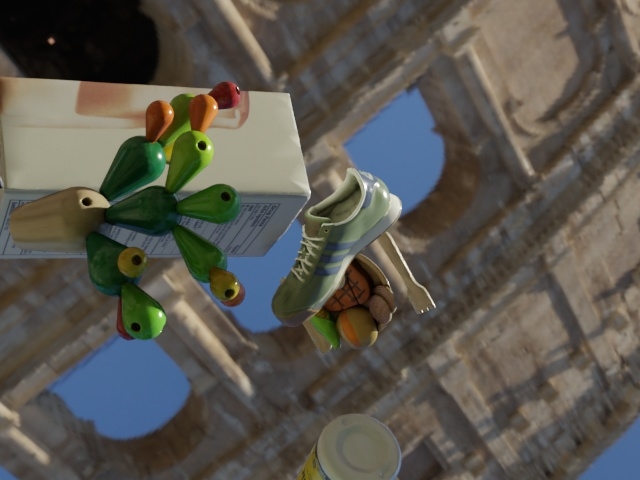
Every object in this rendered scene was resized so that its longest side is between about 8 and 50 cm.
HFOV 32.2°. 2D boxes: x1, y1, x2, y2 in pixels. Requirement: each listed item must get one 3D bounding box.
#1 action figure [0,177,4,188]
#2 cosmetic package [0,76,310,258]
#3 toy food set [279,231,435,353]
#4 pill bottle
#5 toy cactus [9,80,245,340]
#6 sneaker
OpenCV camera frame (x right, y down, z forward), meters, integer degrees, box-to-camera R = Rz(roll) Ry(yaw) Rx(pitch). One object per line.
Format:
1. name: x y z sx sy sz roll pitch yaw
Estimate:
1. action figure: -0.313 -0.132 0.738 0.164 0.141 0.275 -18 -117 -15
2. cosmetic package: -0.179 -0.067 1.101 0.153 0.296 0.129 131 -46 -54
3. toy food set: 0.034 0.073 1.376 0.192 0.132 0.038 -27 -172 37
4. pill bottle: 0.015 0.188 0.850 0.065 0.116 0.065 10 -131 -12
5. toy cactus: -0.137 -0.018 0.818 0.180 0.112 0.219 -6 -117 18
6. sneaker: 0.000 0.000 1.216 0.192 0.086 0.064 -48 -137 -4
